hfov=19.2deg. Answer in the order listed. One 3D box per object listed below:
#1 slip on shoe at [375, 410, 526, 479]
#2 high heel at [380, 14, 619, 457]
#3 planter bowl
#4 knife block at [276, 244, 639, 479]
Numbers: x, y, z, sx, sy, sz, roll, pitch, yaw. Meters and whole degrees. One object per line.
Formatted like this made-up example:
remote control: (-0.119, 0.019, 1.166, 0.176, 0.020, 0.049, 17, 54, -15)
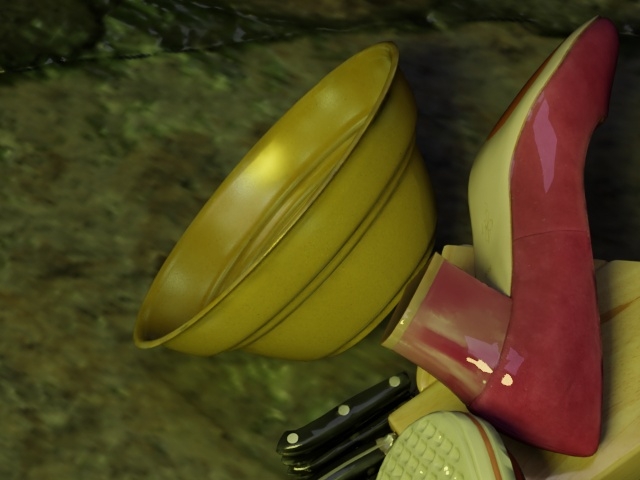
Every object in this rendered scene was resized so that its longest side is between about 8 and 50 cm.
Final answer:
slip on shoe: (0.103, 0.238, 0.870, 0.101, 0.123, 0.331, -9, 75, -38)
high heel: (0.131, -0.008, 0.969, 0.117, 0.082, 0.244, 32, 54, -3)
planter bowl: (0.000, 0.000, 1.046, 0.090, 0.217, 0.217, 40, 71, -14)
knife block: (0.111, 0.129, 0.977, 0.276, 0.088, 0.242, 5, 63, 14)
